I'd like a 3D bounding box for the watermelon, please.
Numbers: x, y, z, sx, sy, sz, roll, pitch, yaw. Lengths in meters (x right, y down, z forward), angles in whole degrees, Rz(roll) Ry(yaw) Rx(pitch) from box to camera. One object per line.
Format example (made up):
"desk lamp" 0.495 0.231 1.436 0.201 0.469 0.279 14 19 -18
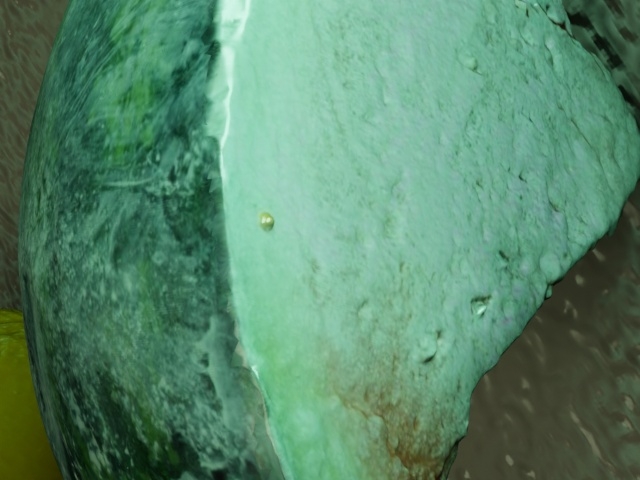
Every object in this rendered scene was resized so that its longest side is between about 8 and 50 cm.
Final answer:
"watermelon" 0.000 0.000 0.589 0.289 0.214 0.319 130 137 -58

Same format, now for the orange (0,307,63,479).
"orange" -0.166 0.151 0.841 0.236 0.236 0.236 26 130 34
